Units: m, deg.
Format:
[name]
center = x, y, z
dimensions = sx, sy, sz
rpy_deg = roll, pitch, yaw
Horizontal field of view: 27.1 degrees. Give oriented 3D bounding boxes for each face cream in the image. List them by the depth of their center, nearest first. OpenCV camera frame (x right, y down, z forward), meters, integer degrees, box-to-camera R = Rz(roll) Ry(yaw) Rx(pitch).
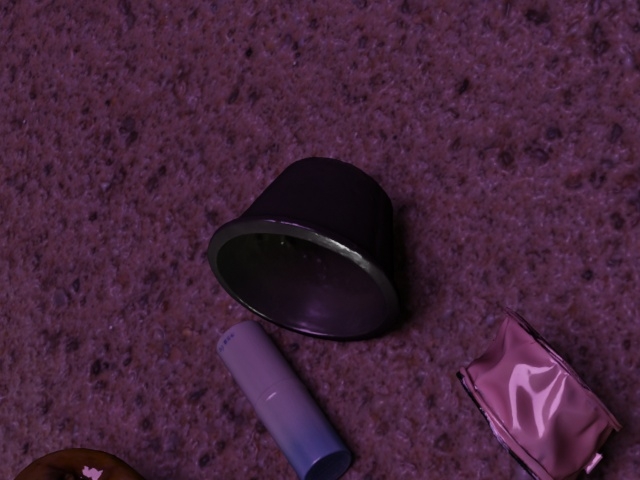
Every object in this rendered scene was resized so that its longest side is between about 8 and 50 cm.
[face cream]
center = -0.052, 0.218, 1.797
dimensions = 0.077, 0.077, 0.250
rpy_deg = -46, 53, 12

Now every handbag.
[handbag]
center = 0.251, 0.187, 1.546
dimensions = 0.116, 0.179, 0.205
rpy_deg = -43, 56, 5

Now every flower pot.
[flower pot]
center = 0.000, 0.000, 1.766
dimensions = 0.269, 0.269, 0.166
rpy_deg = -3, 49, 33

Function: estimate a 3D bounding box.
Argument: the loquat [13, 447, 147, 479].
[loquat]
center = -0.325, 0.430, 1.806
dimensions = 0.275, 0.275, 0.274
rpy_deg = -12, 67, 30
